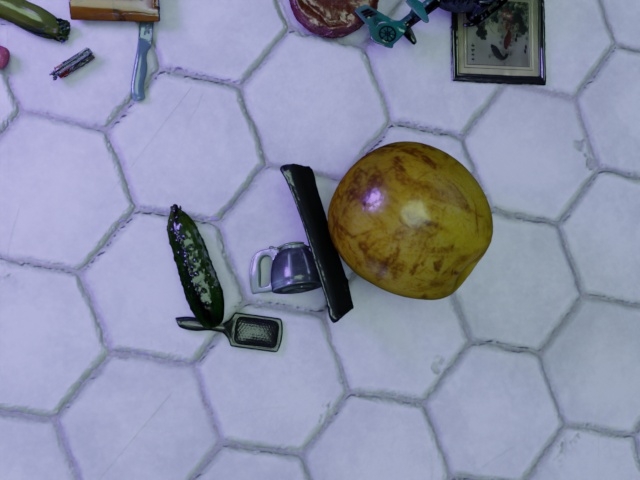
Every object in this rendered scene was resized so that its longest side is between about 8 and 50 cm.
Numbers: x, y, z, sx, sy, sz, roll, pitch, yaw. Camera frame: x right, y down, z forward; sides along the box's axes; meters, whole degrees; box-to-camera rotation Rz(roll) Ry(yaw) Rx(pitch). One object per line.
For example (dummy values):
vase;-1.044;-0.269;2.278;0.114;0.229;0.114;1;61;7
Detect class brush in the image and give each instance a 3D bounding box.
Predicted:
brush;-0.163;0.158;1.390;0.194;0.016;0.062;8;79;-10

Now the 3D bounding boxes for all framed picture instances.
framed picture;0.345;-0.401;1.516;0.199;0.010;0.195;0;87;-11

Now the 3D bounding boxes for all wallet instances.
wallet;-0.365;-0.479;1.359;0.161;0.042;0.195;-2;85;-7
wallet;-0.001;0.000;1.369;0.030;0.146;0.285;-17;90;16

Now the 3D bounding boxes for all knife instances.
knife;-0.313;-0.349;1.385;0.028;0.015;0.210;7;86;-4

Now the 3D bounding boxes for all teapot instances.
teapot;-0.061;0.047;1.381;0.124;0.092;0.090;-4;74;-16

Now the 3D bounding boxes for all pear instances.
pear;0.156;-0.034;1.333;0.281;0.281;0.280;0;87;-11

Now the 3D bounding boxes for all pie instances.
pie;0.024;-0.464;1.436;0.182;0.049;0.182;0;91;-15

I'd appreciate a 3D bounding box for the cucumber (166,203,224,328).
cucumber;-0.220;0.044;1.362;0.069;0.069;0.227;-19;86;-11

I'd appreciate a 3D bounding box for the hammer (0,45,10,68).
hammer;-0.572;-0.319;1.322;0.083;0.043;0.043;16;85;-12

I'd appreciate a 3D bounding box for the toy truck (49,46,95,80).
toy truck;-0.432;-0.305;1.352;0.083;0.032;0.024;-35;99;-9

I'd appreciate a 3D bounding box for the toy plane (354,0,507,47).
toy plane;0.245;-0.469;1.447;0.382;0.106;0.155;-40;84;-12

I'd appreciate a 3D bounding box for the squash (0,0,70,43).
squash;-0.518;-0.391;1.332;0.183;0.052;0.052;25;83;-12
